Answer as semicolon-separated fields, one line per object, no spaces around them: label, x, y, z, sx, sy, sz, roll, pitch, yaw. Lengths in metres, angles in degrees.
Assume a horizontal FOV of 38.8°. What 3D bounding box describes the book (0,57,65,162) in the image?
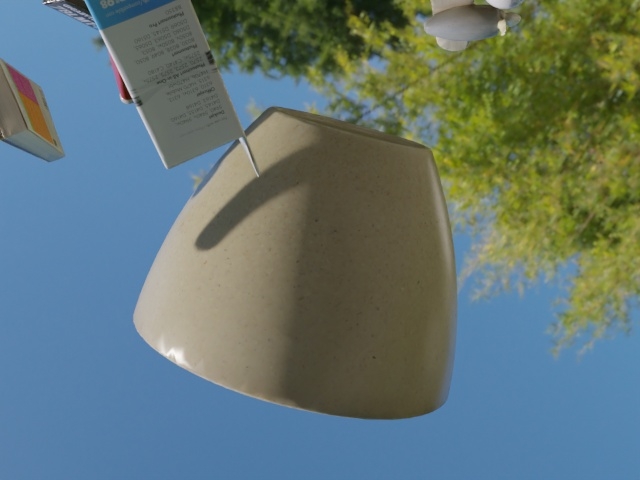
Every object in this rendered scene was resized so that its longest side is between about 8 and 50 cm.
book;-0.342;-0.151;1.053;0.144;0.035;0.096;62;-172;-84

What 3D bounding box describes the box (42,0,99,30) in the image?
box;-0.396;-0.554;1.785;0.073;0.294;0.295;1;171;32

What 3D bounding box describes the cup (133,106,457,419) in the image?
cup;0.000;0.000;0.915;0.331;0.237;0.331;14;-170;-2

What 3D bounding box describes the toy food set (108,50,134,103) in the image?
toy food set;-0.222;-0.230;1.244;0.111;0.105;0.232;-25;-118;-17

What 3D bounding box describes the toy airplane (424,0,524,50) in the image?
toy airplane;0.242;-0.487;1.512;0.386;0.384;0.272;6;-131;-45

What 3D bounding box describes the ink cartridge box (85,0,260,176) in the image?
ink cartridge box;-0.105;-0.124;0.613;0.060;0.180;0.104;-24;-141;-4
